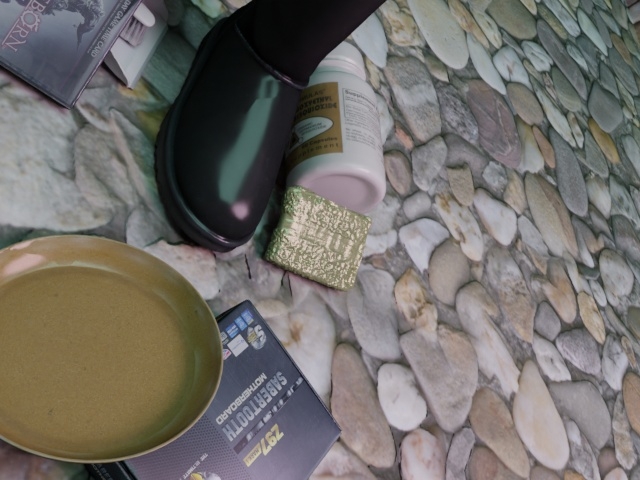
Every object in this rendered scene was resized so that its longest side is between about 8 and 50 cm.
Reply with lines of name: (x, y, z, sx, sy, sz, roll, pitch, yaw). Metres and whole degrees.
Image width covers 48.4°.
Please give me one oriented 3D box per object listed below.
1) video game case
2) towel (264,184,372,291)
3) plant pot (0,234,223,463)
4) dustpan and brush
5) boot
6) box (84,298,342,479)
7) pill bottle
video game case: (-0.319, -0.289, 0.706, 0.274, 0.026, 0.196, 34, 84, -27)
towel: (0.000, 0.000, 0.913, 0.148, 0.027, 0.110, 21, 82, -37)
plant pot: (-0.203, 0.091, 0.623, 0.236, 0.032, 0.236, 18, 40, -16)
dustpan and brush: (-0.250, -0.297, 0.810, 0.211, 0.060, 0.147, 45, 41, -32)
boot: (0.008, -0.229, 0.763, 0.146, 0.445, 0.367, 25, 51, -34)
box: (-0.099, 0.192, 0.700, 0.183, 0.059, 0.232, 56, 41, -4)
pill bottle: (0.016, -0.155, 0.973, 0.131, 0.131, 0.229, 22, 53, -36)
